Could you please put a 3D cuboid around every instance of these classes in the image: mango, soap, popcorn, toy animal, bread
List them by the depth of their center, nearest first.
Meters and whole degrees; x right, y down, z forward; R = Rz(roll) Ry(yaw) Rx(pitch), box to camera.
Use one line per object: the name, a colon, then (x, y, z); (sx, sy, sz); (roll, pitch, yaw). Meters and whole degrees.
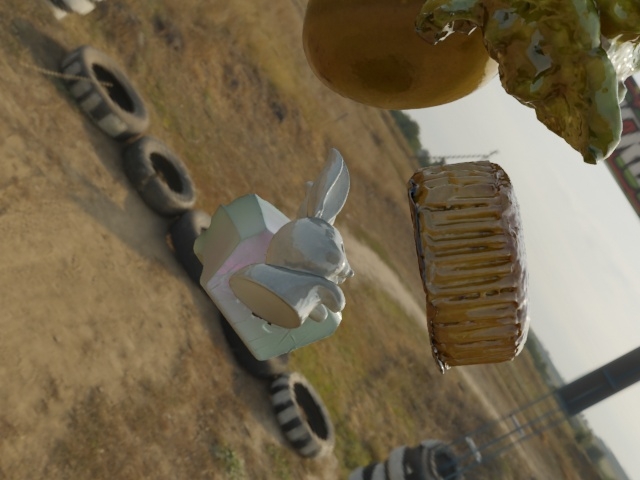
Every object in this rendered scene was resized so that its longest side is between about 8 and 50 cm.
bread: (0.145, 0.023, 0.723); (0.199, 0.104, 0.199); (-7, 90, -81)
toy animal: (-0.001, 0.003, 0.902); (0.130, 0.221, 0.104); (28, -31, 8)
popcorn: (0.317, -0.294, 0.965); (0.321, 0.290, 0.325); (43, 3, 24)
mango: (0.159, -0.383, 1.396); (0.445, 0.232, 0.300); (3, -44, 44)
soap: (-0.103, 0.073, 1.469); (0.347, 0.208, 0.115); (63, 7, -45)
